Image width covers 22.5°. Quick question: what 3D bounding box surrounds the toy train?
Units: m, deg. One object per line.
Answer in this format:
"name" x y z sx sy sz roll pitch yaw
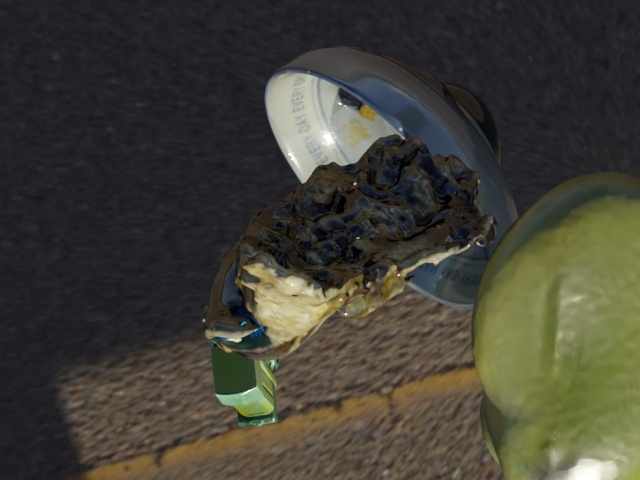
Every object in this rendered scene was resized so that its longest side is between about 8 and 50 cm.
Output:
"toy train" -0.061 0.107 1.348 0.050 0.122 0.081 -12 65 7

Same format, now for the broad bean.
"broad bean" 0.204 0.079 1.192 0.189 0.121 0.263 5 116 -3

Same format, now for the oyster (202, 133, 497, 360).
"oyster" 0.000 0.000 1.009 0.223 0.214 0.083 -9 108 54

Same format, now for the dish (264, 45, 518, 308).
"dish" 0.090 -0.083 1.417 0.273 0.273 0.134 43 71 7
